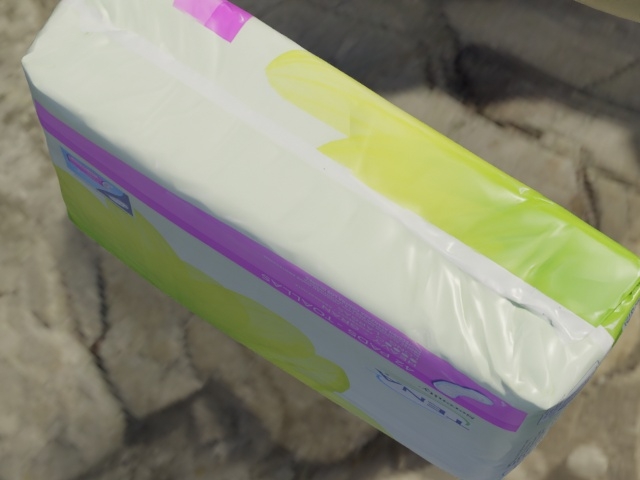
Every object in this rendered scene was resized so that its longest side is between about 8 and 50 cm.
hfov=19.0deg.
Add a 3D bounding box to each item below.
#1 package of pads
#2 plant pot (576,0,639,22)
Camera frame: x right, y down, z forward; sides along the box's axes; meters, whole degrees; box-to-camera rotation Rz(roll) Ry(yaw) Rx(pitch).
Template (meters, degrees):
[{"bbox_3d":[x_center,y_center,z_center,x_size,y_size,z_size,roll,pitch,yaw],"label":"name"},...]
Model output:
[{"bbox_3d":[0.000,0.000,0.959,0.296,0.229,0.101,33,75,8],"label":"package of pads"},{"bbox_3d":[0.119,-0.269,0.999,0.191,0.284,0.284,10,112,-10],"label":"plant pot"}]
